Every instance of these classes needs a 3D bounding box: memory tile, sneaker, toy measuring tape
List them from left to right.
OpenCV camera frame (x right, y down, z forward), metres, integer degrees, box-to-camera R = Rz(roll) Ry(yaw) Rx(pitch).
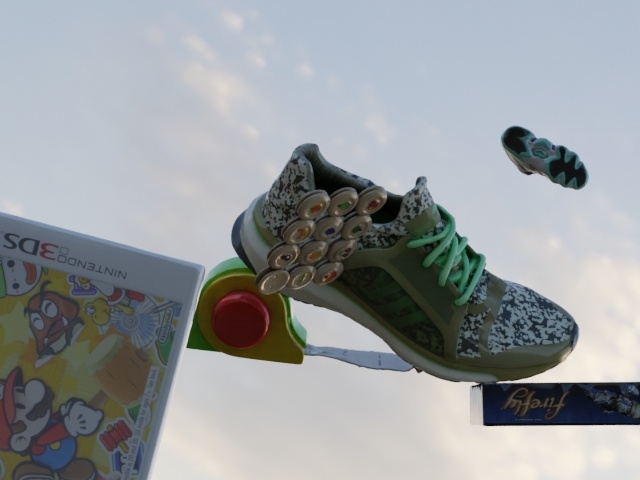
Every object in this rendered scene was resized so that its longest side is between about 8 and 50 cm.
[{"bbox_3d":[-0.028,0.084,1.953,0.330,0.121,0.121,7,-28,0],"label":"toy measuring tape"},{"bbox_3d":[0.000,0.000,1.710,0.012,0.113,0.148,59,-45,32],"label":"memory tile"},{"bbox_3d":[0.107,0.020,1.825,0.410,0.158,0.182,23,-44,-1],"label":"sneaker"},{"bbox_3d":[0.226,-0.078,1.659,0.098,0.038,0.069,36,-6,12],"label":"sneaker"}]

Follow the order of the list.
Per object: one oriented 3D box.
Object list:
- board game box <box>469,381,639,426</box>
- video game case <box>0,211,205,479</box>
[{"bbox_3d":[0.272,0.160,1.600,0.243,0.042,0.165,0,-6,1],"label":"board game box"},{"bbox_3d":[-0.213,0.102,1.238,0.206,0.227,0.026,15,0,4],"label":"video game case"}]
